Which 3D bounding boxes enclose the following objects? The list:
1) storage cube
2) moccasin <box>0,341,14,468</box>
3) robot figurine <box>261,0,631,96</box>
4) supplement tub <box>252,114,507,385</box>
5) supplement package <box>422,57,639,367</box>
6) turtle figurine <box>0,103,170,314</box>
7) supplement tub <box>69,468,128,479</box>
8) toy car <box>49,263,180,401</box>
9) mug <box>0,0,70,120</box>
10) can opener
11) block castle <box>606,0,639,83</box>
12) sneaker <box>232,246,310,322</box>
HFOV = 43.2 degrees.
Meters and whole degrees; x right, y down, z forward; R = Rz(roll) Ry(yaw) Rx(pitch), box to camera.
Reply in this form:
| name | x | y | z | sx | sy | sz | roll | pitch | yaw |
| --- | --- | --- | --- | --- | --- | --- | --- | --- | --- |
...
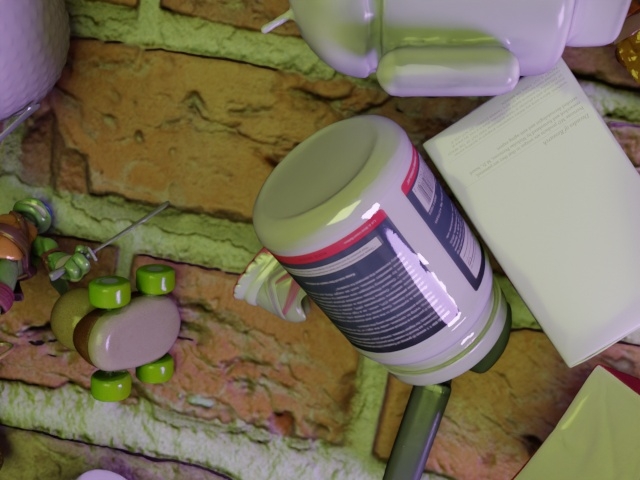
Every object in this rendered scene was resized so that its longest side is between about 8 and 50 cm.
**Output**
| name | x | y | z | sx | sy | sz | roll | pitch | yaw |
| --- | --- | --- | --- | --- | --- | --- | --- | --- | --- |
| storage cube | 0.365 | 0.274 | 0.905 | 0.215 | 0.193 | 0.184 | 42 | 103 | 40 |
| moccasin | -0.524 | 0.154 | 1.118 | 0.147 | 0.139 | 0.380 | -22 | 82 | 20 |
| robot figurine | 0.119 | -0.263 | 0.793 | 0.353 | 0.200 | 0.300 | -1 | 57 | 4 |
| supplement tub | 0.072 | 0.015 | 0.899 | 0.191 | 0.191 | 0.272 | -33 | 120 | 11 |
| supplement package | 0.270 | -0.035 | 0.935 | 0.175 | 0.177 | 0.293 | -34 | 89 | 10 |
| turtle figurine | -0.384 | -0.011 | 0.984 | 0.274 | 0.266 | 0.198 | -16 | 121 | 27 |
| supplement tub | -0.377 | 0.473 | 1.065 | 0.325 | 0.235 | 0.235 | -36 | 89 | 11 |
| toy car | -0.299 | 0.104 | 1.089 | 0.188 | 0.149 | 0.155 | 13 | 108 | 34 |
| mug | -0.497 | -0.282 | 0.964 | 0.374 | 0.328 | 0.276 | 22 | 98 | 7 |
| can opener | 0.163 | 0.201 | 1.028 | 0.095 | 0.076 | 0.283 | 18 | 99 | 8 |
| block castle | 0.454 | -0.197 | 0.744 | 0.213 | 0.453 | 0.303 | -31 | 90 | 5 |
| sneaker | 0.000 | 0.000 | 1.031 | 0.111 | 0.103 | 0.252 | 36 | 106 | 0 |
